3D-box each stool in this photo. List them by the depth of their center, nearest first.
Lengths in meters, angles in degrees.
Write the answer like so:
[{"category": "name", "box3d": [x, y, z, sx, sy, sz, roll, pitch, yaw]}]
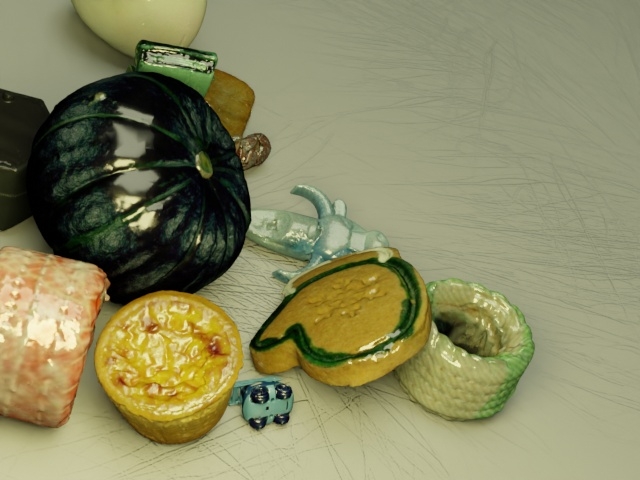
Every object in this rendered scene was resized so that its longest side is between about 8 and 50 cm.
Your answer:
[{"category": "stool", "box3d": [-0.523, -0.136, 2.034, 0.232, 0.141, 0.232, 14, 40, -11]}]

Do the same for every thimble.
[{"category": "thimble", "box3d": [-0.383, 0.128, 1.731, 0.162, 0.239, 0.239, 16, 39, -7]}, {"category": "thimble", "box3d": [0.216, 0.172, 2.021, 0.219, 0.150, 0.219, 14, 39, -12]}]

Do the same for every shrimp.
[{"category": "shrimp", "box3d": [-0.172, -0.153, 2.282, 0.190, 0.075, 0.073, -13, 92, -23]}]

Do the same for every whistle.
[{"category": "whistle", "box3d": [0.000, 0.000, 2.166, 0.269, 0.093, 0.180, 14, 64, -8]}]

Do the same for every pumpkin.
[{"category": "pumpkin", "box3d": [-0.269, -0.076, 1.943, 0.363, 0.266, 0.363, 39, 38, -40]}]

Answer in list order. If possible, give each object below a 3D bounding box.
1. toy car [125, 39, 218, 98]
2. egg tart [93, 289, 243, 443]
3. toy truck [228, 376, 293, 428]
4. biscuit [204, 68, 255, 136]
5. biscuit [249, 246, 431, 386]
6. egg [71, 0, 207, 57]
[{"category": "toy car", "box3d": [-0.267, -0.223, 2.139, 0.141, 0.321, 0.097, 9, 66, -17]}, {"category": "egg tart", "box3d": [-0.206, 0.184, 1.777, 0.202, 0.147, 0.203, 1, 59, -1]}, {"category": "toy truck", "box3d": [-0.107, 0.234, 1.868, 0.136, 0.063, 0.074, -4, 24, -30]}, {"category": "biscuit", "box3d": [-0.192, -0.245, 2.413, 0.118, 0.029, 0.247, 25, 38, -8]}, {"category": "biscuit", "box3d": [0.024, 0.115, 1.960, 0.287, 0.057, 0.344, -21, 25, 1]}, {"category": "egg", "box3d": [-0.351, -0.439, 2.463, 0.286, 0.174, 0.264, 20, 30, 39]}]
